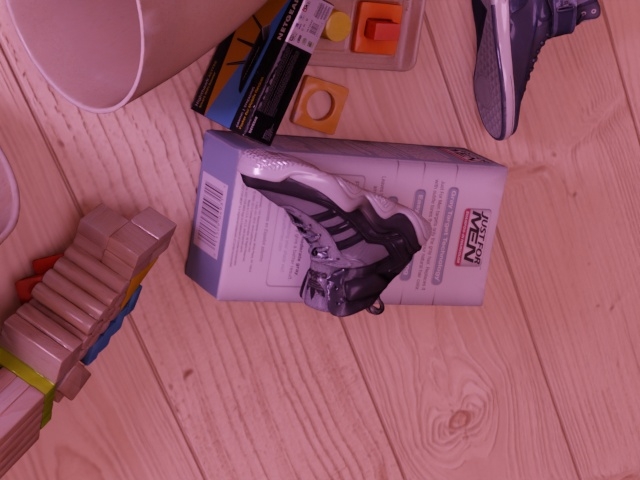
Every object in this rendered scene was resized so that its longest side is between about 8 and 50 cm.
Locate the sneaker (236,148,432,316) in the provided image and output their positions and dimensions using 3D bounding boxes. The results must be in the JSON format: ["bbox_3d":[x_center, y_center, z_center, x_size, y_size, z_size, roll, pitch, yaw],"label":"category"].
[{"bbox_3d":[0.000,0.000,1.848,0.268,0.101,0.153,23,92,-34],"label":"sneaker"}]

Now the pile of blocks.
[{"bbox_3d":[-0.314,0.101,1.865,0.113,0.149,0.362,34,76,11],"label":"pile of blocks"}]

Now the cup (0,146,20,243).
[{"bbox_3d":[-0.505,-0.029,1.614,0.331,0.331,0.237,27,117,-31],"label":"cup"}]

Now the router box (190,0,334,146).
[{"bbox_3d":[-0.069,-0.210,1.857,0.046,0.133,0.179,22,95,-36],"label":"router box"}]

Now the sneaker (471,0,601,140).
[{"bbox_3d":[0.280,-0.245,2.057,0.163,0.086,0.226,-10,109,-22],"label":"sneaker"}]

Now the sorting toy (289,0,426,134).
[{"bbox_3d":[0.046,-0.294,1.943,0.196,0.047,0.347,1,106,-28],"label":"sorting toy"}]

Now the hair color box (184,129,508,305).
[{"bbox_3d":[0.035,-0.025,1.985,0.374,0.113,0.185,3,105,-27],"label":"hair color box"}]

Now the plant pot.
[{"bbox_3d":[-0.164,-0.299,1.738,0.274,0.256,0.256,-25,117,-36],"label":"plant pot"}]
